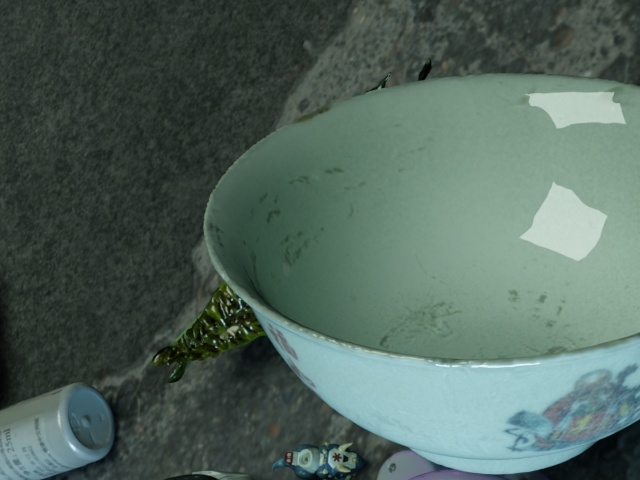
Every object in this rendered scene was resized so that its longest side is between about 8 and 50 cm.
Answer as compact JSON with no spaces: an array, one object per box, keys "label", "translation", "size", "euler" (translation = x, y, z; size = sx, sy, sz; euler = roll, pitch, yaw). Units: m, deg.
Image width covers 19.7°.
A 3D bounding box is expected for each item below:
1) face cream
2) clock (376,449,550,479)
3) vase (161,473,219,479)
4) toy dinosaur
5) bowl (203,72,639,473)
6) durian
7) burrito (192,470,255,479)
[{"label":"face cream","translation":[-0.327,0.213,1.840],"size":[0.269,0.082,0.082],"euler":[-20,59,32]},{"label":"clock","translation":[0.120,0.280,1.427],"size":[0.248,0.090,0.228],"euler":[16,81,45]},{"label":"vase","translation":[-0.081,0.364,1.484],"size":[0.173,0.173,0.321],"euler":[-41,66,19]},{"label":"toy dinosaur","translation":[-0.001,0.192,1.596],"size":[0.083,0.047,0.031],"euler":[-9,66,36]},{"label":"bowl","translation":[0.134,0.049,1.401],"size":[0.434,0.434,0.196],"euler":[26,132,44]},{"label":"durian","translation":[-0.005,-0.004,1.641],"size":[0.106,0.132,0.375],"euler":[41,99,0]},{"label":"burrito","translation":[-0.037,0.252,1.590],"size":[0.203,0.064,0.064],"euler":[22,85,45]}]
